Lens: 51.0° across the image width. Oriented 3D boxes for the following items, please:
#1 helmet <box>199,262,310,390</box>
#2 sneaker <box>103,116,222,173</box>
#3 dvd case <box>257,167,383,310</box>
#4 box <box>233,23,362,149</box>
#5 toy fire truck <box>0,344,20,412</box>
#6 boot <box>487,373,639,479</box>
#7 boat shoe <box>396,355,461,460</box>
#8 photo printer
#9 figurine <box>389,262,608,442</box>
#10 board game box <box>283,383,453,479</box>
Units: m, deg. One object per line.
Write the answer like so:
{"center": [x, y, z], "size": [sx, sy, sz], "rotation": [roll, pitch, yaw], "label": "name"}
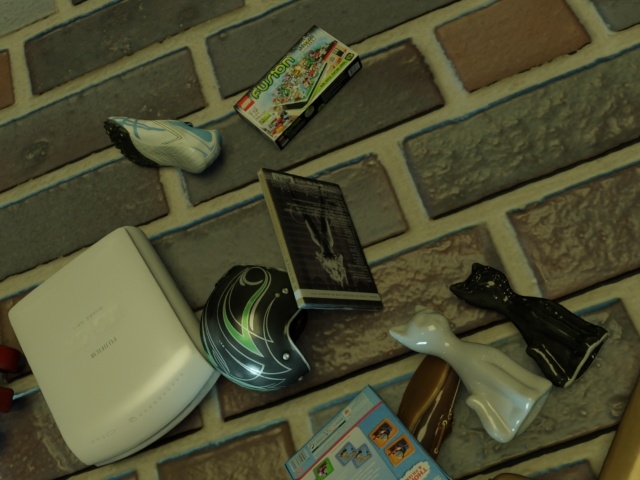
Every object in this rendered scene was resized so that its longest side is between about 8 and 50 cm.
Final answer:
{"center": [-0.088, 0.129, 0.956], "size": [0.169, 0.169, 0.162], "rotation": [8, 67, 18], "label": "helmet"}
{"center": [-0.276, -0.176, 1.172], "size": [0.237, 0.085, 0.086], "rotation": [17, 49, 24], "label": "sneaker"}
{"center": [0.000, 0.000, 0.987], "size": [0.018, 0.164, 0.221], "rotation": [-38, 59, 35], "label": "dvd case"}
{"center": [-0.039, -0.266, 1.157], "size": [0.114, 0.036, 0.207], "rotation": [41, 84, 24], "label": "box"}
{"center": [-0.632, 0.216, 1.016], "size": [0.302, 0.254, 0.170], "rotation": [5, 71, 17], "label": "toy fire truck"}
{"center": [0.365, 0.260, 0.829], "size": [0.236, 0.089, 0.270], "rotation": [28, 78, 15], "label": "boot"}
{"center": [0.142, 0.244, 0.905], "size": [0.073, 0.073, 0.207], "rotation": [32, 81, -15], "label": "boat shoe"}
{"center": [-0.312, 0.165, 1.029], "size": [0.256, 0.107, 0.308], "rotation": [-36, 65, 0], "label": "photo printer"}
{"center": [0.224, 0.128, 0.877], "size": [0.214, 0.092, 0.209], "rotation": [-28, 51, -34], "label": "figurine"}
{"center": [0.056, 0.293, 0.829], "size": [0.160, 0.039, 0.211], "rotation": [-43, 28, -4], "label": "board game box"}
